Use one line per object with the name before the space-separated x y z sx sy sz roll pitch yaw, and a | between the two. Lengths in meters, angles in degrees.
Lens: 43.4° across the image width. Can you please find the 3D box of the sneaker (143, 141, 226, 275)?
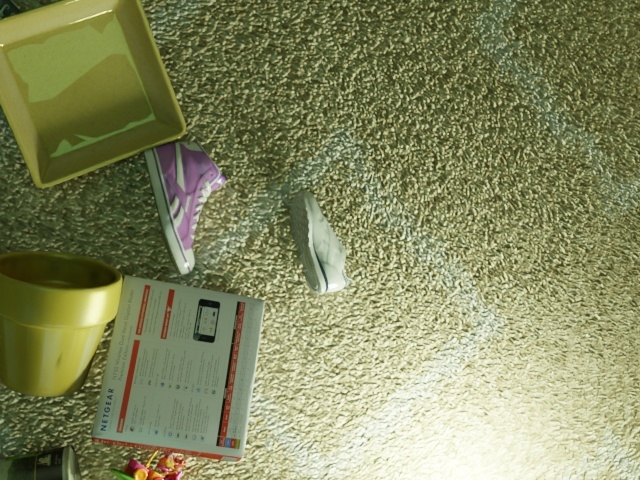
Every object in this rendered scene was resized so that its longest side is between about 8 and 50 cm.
sneaker | -0.269 -0.075 1.711 0.161 0.102 0.282 -12 90 -15

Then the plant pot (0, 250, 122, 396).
plant pot | -0.535 0.167 1.586 0.253 0.254 0.239 10 102 -11

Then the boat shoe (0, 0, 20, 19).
boat shoe | -0.675 -0.457 1.640 0.116 0.099 0.319 -42 97 -12

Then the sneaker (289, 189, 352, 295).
sneaker | 0.000 0.000 1.779 0.094 0.090 0.235 -15 95 -24

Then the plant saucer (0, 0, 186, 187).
plant saucer | -0.487 -0.319 1.648 0.332 0.081 0.333 -23 108 -16

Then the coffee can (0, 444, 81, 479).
coffee can | -0.614 0.525 1.567 0.275 0.201 0.202 -7 90 -12

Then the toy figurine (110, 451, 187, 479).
toy figurine | -0.324 0.449 1.685 0.173 0.130 0.159 39 71 -30

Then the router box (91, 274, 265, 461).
router box | -0.286 0.262 1.654 0.301 0.082 0.336 12 68 -11
